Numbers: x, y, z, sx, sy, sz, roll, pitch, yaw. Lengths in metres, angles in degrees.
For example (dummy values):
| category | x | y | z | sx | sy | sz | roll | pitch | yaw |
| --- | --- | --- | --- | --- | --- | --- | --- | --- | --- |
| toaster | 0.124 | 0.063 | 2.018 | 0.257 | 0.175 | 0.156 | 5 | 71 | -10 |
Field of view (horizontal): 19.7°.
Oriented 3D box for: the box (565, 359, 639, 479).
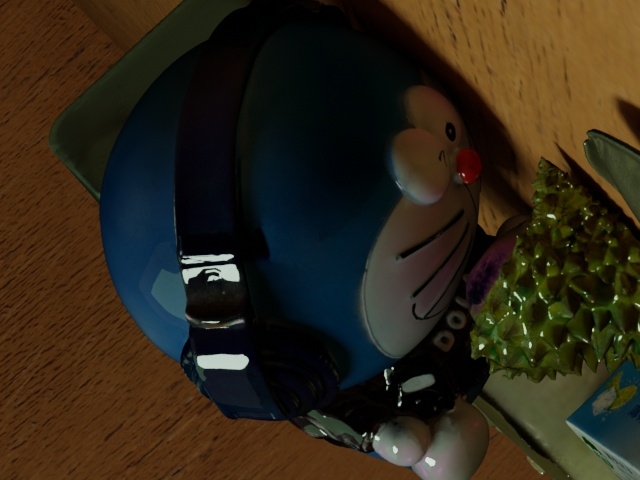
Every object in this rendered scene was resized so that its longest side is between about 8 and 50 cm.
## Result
| category | x | y | z | sx | sy | sz | roll | pitch | yaw |
| --- | --- | --- | --- | --- | --- | --- | --- | --- | --- |
| box | 0.275 | 0.174 | 1.296 | 0.139 | 0.073 | 0.194 | 46 | 177 | -21 |

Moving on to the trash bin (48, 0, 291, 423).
| category | x | y | z | sx | sy | sz | roll | pitch | yaw |
| --- | --- | --- | --- | --- | --- | --- | --- | --- | --- |
| trash bin | -0.053 | -0.031 | 1.583 | 0.158 | 0.223 | 0.343 | 41 | 174 | 47 |

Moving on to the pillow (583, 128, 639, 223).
| category | x | y | z | sx | sy | sz | roll | pitch | yaw |
| --- | --- | --- | --- | --- | --- | --- | --- | --- | --- |
| pillow | 0.198 | 0.031 | 0.839 | 0.217 | 0.033 | 0.130 | 48 | 177 | -42 |

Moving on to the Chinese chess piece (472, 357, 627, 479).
| category | x | y | z | sx | sy | sz | roll | pitch | yaw |
| --- | --- | --- | --- | --- | --- | --- | --- | --- | --- |
| Chinese chess piece | 0.193 | 0.130 | 1.503 | 0.257 | 0.104 | 0.257 | 46 | 177 | 3 |

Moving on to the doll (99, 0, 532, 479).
| category | x | y | z | sx | sy | sz | roll | pitch | yaw |
| --- | --- | --- | --- | --- | --- | --- | --- | --- | --- |
| doll | 0.000 | 0.000 | 1.146 | 0.240 | 0.284 | 0.310 | -3 | 148 | 22 |

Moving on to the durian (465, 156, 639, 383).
| category | x | y | z | sx | sy | sz | roll | pitch | yaw |
| --- | --- | --- | --- | --- | --- | --- | --- | --- | --- |
| durian | 0.142 | 0.047 | 1.058 | 0.119 | 0.108 | 0.186 | 44 | 176 | 17 |
